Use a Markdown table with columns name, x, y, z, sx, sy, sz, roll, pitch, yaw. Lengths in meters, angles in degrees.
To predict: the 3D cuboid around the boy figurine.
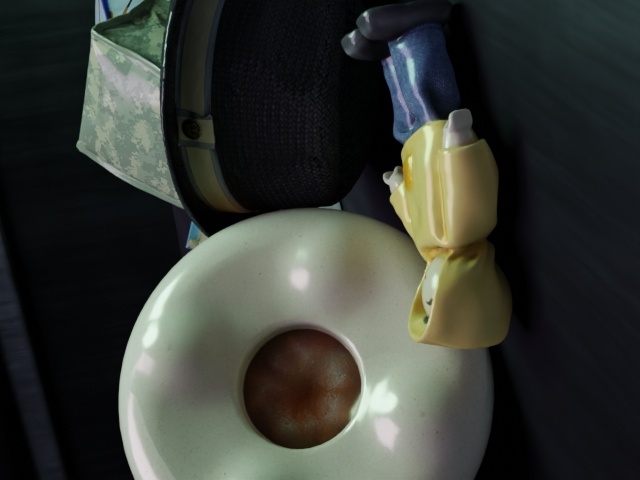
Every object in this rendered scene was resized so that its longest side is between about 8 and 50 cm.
| name | x | y | z | sx | sy | sz | roll | pitch | yaw |
| --- | --- | --- | --- | --- | --- | --- | --- | --- | --- |
| boy figurine | 0.092 | -0.048 | 0.825 | 0.177 | 0.092 | 0.285 | 159 | 101 | -74 |

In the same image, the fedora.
| name | x | y | z | sx | sy | sz | roll | pitch | yaw |
| --- | --- | --- | --- | --- | --- | --- | --- | --- | --- |
| fedora | -0.027 | -0.152 | 0.991 | 0.334 | 0.152 | 0.334 | 9 | -90 | -68 |

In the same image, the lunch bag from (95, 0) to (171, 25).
| name | x | y | z | sx | sy | sz | roll | pitch | yaw |
| --- | --- | --- | --- | --- | --- | --- | --- | --- | --- |
| lunch bag | -0.337 | -0.350 | 2.024 | 0.328 | 0.239 | 0.385 | 95 | 165 | -48 |

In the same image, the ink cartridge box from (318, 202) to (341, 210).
| name | x | y | z | sx | sy | sz | roll | pitch | yaw |
| --- | --- | --- | --- | --- | --- | --- | --- | --- | --- |
| ink cartridge box | 0.000 | 0.000 | 1.320 | 0.099 | 0.056 | 0.135 | 164 | 92 | -76 |

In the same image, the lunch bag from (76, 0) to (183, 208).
| name | x | y | z | sx | sy | sz | roll | pitch | yaw |
| --- | --- | --- | --- | --- | --- | --- | --- | --- | --- |
| lunch bag | -0.194 | -0.180 | 1.437 | 0.287 | 0.169 | 0.235 | 34 | 136 | 13 |

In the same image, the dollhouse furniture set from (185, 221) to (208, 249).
| name | x | y | z | sx | sy | sz | roll | pitch | yaw |
| --- | --- | --- | --- | --- | --- | --- | --- | --- | --- |
| dollhouse furniture set | -0.120 | 0.002 | 1.751 | 0.286 | 0.198 | 0.303 | 150 | 132 | -69 |

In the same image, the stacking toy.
| name | x | y | z | sx | sy | sz | roll | pitch | yaw |
| --- | --- | --- | --- | --- | --- | --- | --- | --- | --- |
| stacking toy | 0.012 | 0.192 | 1.087 | 0.480 | 0.350 | 0.350 | 63 | -171 | -71 |
